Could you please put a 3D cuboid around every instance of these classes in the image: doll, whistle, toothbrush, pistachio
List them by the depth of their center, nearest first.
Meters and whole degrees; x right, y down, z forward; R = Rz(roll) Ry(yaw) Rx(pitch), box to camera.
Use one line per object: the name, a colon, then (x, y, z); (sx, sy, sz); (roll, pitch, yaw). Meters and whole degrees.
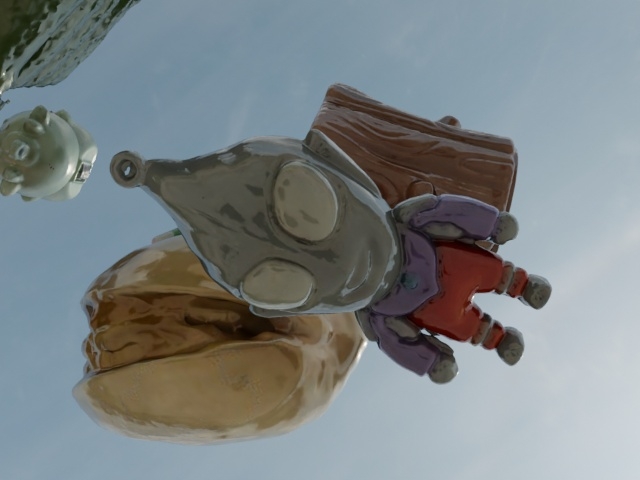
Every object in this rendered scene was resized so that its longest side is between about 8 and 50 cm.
doll: (0.000, 0.000, 0.373); (0.227, 0.075, 0.102); (23, -77, 0)
pistachio: (-0.082, 0.070, 0.532); (0.229, 0.157, 0.157); (-9, -83, 23)
whistle: (-0.316, -0.099, 0.856); (0.101, 0.253, 0.106); (-36, -86, -1)
toothbrush: (-0.116, -0.040, 0.990); (0.024, 0.257, 0.018); (-29, -92, 52)

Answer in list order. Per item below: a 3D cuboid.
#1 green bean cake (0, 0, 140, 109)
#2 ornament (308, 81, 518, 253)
green bean cake: (-0.250, -0.229, 0.499); (0.247, 0.250, 0.156); (41, -86, -13)
ornament: (0.092, -0.058, 0.831); (0.217, 0.235, 0.221); (15, -119, 3)
